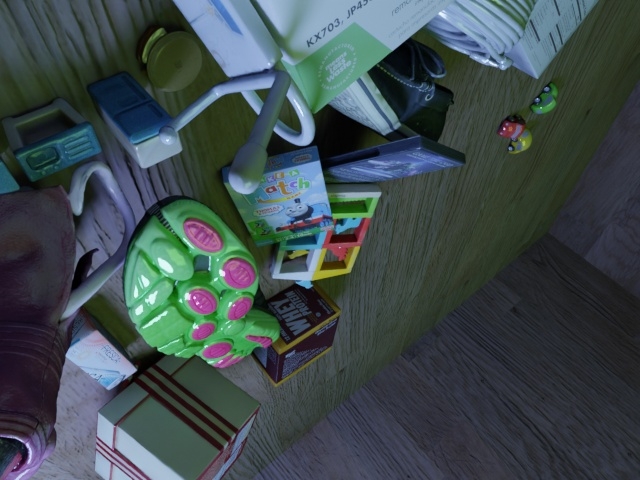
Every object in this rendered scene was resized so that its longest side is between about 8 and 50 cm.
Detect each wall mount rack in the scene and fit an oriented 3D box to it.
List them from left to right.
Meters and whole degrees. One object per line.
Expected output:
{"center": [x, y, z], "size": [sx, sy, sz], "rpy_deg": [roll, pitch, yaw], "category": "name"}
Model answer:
{"center": [-0.121, -0.174, 0.354], "size": [0.130, 0.304, 0.350], "rpy_deg": [-44, 119, -12], "category": "wall mount rack"}

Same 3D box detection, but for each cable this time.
{"center": [0.160, -0.338, 0.657], "size": [0.089, 0.257, 0.257], "rpy_deg": [-61, 165, 18], "category": "cable"}

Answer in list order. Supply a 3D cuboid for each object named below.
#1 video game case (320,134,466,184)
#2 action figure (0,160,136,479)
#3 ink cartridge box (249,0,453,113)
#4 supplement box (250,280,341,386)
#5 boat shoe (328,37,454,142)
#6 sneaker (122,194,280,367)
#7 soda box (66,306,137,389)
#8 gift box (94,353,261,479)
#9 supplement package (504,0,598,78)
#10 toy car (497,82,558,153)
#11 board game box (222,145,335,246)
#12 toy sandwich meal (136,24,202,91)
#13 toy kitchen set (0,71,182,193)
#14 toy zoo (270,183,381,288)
{"center": [0.099, -0.135, 0.896], "size": [0.274, 0.026, 0.196], "rpy_deg": [-8, 175, 36], "category": "video game case"}
{"center": [-0.311, 0.130, 0.518], "size": [0.275, 0.370, 0.248], "rpy_deg": [-21, 135, -2], "category": "action figure"}
{"center": [-0.006, -0.296, 0.369], "size": [0.207, 0.119, 0.353], "rpy_deg": [-41, 152, -6], "category": "ink cartridge box"}
{"center": [-0.070, 0.231, 1.242], "size": [0.191, 0.129, 0.194], "rpy_deg": [-28, 148, -29], "category": "supplement box"}
{"center": [0.097, -0.257, 0.773], "size": [0.156, 0.186, 0.500], "rpy_deg": [-59, 155, 14], "category": "boat shoe"}
{"center": [-0.192, 0.066, 0.772], "size": [0.185, 0.202, 0.483], "rpy_deg": [-28, 157, -12], "category": "sneaker"}
{"center": [-0.384, 0.189, 0.837], "size": [0.063, 0.058, 0.183], "rpy_deg": [-35, 150, -19], "category": "soda box"}
{"center": [-0.300, 0.391, 1.025], "size": [0.276, 0.258, 0.255], "rpy_deg": [-40, 157, -56], "category": "gift box"}
{"center": [0.352, -0.461, 0.813], "size": [0.263, 0.199, 0.198], "rpy_deg": [-55, 150, 17], "category": "supplement package"}
{"center": [0.650, -0.374, 1.490], "size": [0.225, 0.053, 0.239], "rpy_deg": [-52, 152, 13], "category": "toy car"}
{"center": [-0.066, -0.070, 0.871], "size": [0.160, 0.039, 0.211], "rpy_deg": [-13, 148, 2], "category": "board game box"}
{"center": [-0.183, -0.221, 0.595], "size": [0.085, 0.029, 0.086], "rpy_deg": [-38, 154, -22], "category": "toy sandwich meal"}
{"center": [-0.271, -0.139, 0.481], "size": [0.207, 0.122, 0.166], "rpy_deg": [-33, 150, -23], "category": "toy kitchen set"}
{"center": [0.000, 0.000, 1.054], "size": [0.192, 0.030, 0.293], "rpy_deg": [-3, 137, -20], "category": "toy zoo"}
